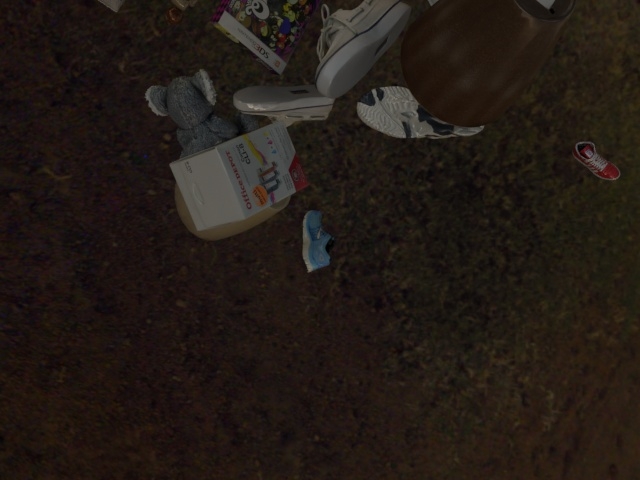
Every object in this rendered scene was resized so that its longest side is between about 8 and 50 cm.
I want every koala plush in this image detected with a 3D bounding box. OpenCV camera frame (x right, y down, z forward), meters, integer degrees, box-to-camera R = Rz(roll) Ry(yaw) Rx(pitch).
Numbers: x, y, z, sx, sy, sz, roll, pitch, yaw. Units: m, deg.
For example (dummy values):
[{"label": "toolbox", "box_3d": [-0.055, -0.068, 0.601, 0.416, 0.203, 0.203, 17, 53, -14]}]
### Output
[{"label": "koala plush", "box_3d": [-0.280, -0.282, 1.389, 0.203, 0.196, 0.221, -76, 151, -45]}]

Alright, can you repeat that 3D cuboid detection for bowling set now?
[{"label": "bowling set", "box_3d": [-0.444, -0.765, 1.801, 0.154, 0.200, 0.287, 38, 19, -13]}]

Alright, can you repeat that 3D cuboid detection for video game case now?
[{"label": "video game case", "box_3d": [-0.115, -0.535, 1.378, 0.210, 0.042, 0.232, 31, 86, -46]}]

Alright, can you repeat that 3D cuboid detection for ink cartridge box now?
[{"label": "ink cartridge box", "box_3d": [-0.137, -0.111, 1.029, 0.176, 0.127, 0.128, -35, 108, -46]}]

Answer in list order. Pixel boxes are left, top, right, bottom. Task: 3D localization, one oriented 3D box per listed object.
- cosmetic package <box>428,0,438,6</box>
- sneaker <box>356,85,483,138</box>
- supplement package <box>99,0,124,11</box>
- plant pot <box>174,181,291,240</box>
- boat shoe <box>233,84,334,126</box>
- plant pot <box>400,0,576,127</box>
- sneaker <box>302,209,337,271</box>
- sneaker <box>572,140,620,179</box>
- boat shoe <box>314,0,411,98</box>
[{"label": "cosmetic package", "box_3d": [0.400, -0.696, 1.234, 0.329, 0.394, 0.327, -18, 79, -47]}, {"label": "sneaker", "box_3d": [0.182, -0.239, 1.150, 0.235, 0.153, 0.094, -2, 96, -2]}, {"label": "supplement package", "box_3d": [-0.352, -0.552, 0.970, 0.204, 0.145, 0.261, 32, 85, -18]}, {"label": "plant pot", "box_3d": [-0.224, -0.134, 1.698, 0.257, 0.274, 0.256, 6, 83, -49]}, {"label": "boat shoe", "box_3d": [-0.086, -0.316, 1.434, 0.268, 0.096, 0.088, -16, 135, -36]}, {"label": "plant pot", "box_3d": [0.263, -0.315, 0.902, 0.216, 0.230, 0.215, 3, 77, -15]}, {"label": "sneaker", "box_3d": [0.000, 0.000, 1.295, 0.063, 0.073, 0.162, 78, 8, -49]}, {"label": "sneaker", "box_3d": [0.623, -0.182, 1.361, 0.042, 0.118, 0.067, -52, 157, 5]}, {"label": "boat shoe", "box_3d": [0.057, -0.460, 1.339, 0.157, 0.135, 0.367, 33, 58, 8]}]
